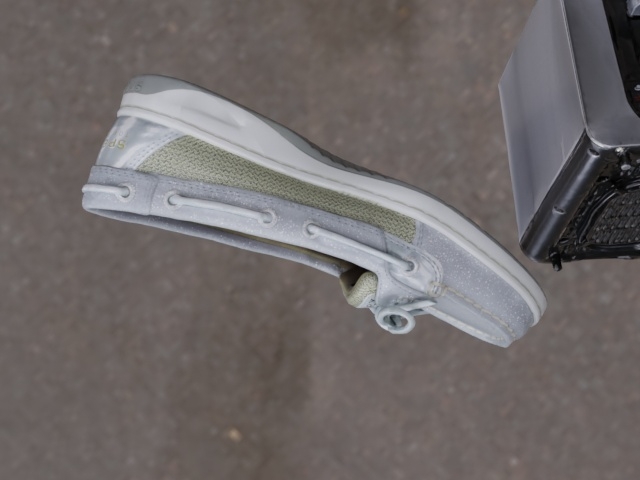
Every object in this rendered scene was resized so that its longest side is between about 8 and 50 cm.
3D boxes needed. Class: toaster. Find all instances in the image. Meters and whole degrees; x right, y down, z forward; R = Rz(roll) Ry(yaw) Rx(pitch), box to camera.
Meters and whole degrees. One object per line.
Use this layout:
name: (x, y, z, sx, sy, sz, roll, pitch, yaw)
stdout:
toaster: (0.187, -0.059, 0.987, 0.185, 0.168, 0.110, 107, 158, -67)

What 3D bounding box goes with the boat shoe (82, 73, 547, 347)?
boat shoe: (0.000, -0.001, 1.310, 0.320, 0.103, 0.118, 27, 169, -16)
